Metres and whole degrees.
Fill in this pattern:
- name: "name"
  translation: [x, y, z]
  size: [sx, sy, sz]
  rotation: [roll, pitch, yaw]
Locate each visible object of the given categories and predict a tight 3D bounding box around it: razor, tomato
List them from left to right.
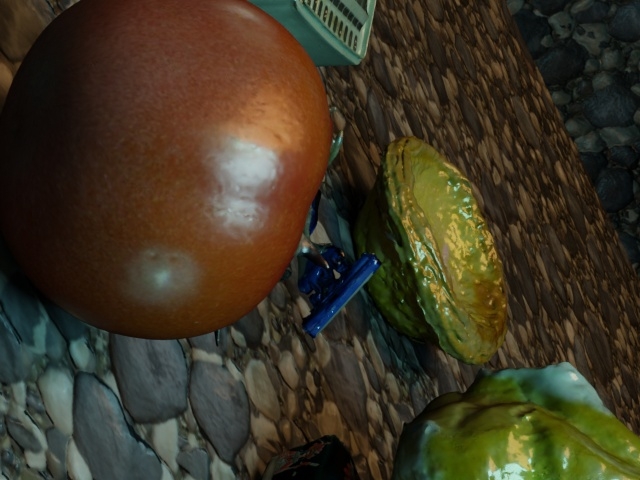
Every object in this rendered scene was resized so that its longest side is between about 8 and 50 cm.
- name: "tomato"
  translation: [-0.112, -0.058, 1.094]
  size: [0.224, 0.256, 0.256]
  rotation: [14, 50, -31]
- name: "razor"
  translation: [-0.009, -0.008, 1.530]
  size: [0.056, 0.093, 0.324]
  rotation: [40, 10, -16]

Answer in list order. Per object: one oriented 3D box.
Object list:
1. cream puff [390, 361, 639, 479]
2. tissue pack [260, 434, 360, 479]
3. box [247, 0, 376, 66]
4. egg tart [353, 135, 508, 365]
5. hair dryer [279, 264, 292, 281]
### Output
- name: "cream puff"
  translation: [0.172, 0.295, 1.279]
  size: [0.378, 0.275, 0.378]
  rotation: [15, 90, -88]
- name: "tissue pack"
  translation: [-0.012, 0.248, 1.272]
  size: [0.103, 0.090, 0.170]
  rotation: [65, 19, -15]
- name: "box"
  translation: [-0.037, -0.326, 1.600]
  size: [0.220, 0.166, 0.290]
  rotation: [33, 65, -61]
- name: "egg tart"
  translation: [0.124, 0.022, 1.850]
  size: [0.294, 0.123, 0.294]
  rotation: [48, 30, -39]
- name: "hair dryer"
  translation: [-0.100, -0.057, 1.451]
  size: [0.195, 0.050, 0.173]
  rotation: [25, 45, -58]
